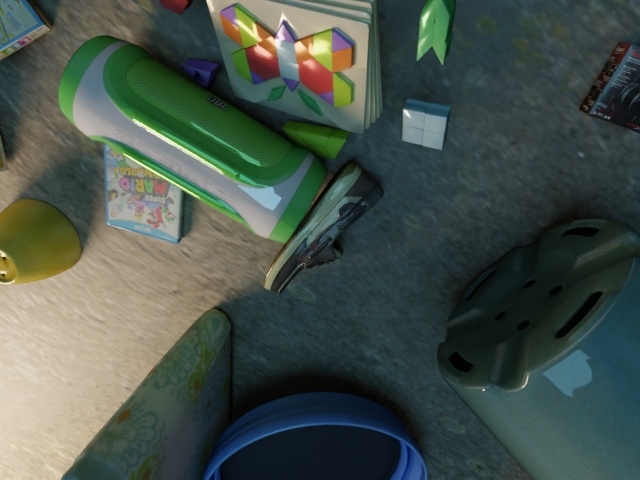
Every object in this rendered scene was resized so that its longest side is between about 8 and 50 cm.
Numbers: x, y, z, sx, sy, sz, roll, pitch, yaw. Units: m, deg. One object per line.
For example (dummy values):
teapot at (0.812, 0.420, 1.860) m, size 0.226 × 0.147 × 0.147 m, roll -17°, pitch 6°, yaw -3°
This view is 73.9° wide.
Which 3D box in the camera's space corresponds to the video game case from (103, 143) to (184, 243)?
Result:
video game case at (-0.257, -0.083, 0.620) m, size 0.119 × 0.015 × 0.167 m, roll 15°, pitch 119°, yaw 2°

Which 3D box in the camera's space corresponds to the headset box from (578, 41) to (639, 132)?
headset box at (0.334, -0.167, 0.455) m, size 0.062 × 0.032 × 0.083 m, roll 20°, pitch 120°, yaw 0°

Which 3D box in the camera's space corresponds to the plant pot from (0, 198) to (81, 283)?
plant pot at (-0.467, 0.014, 0.664) m, size 0.134 × 0.095 × 0.134 m, roll 4°, pitch 117°, yaw 8°

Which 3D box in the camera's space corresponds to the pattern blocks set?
pattern blocks set at (-0.028, -0.186, 0.430) m, size 0.324 × 0.026 × 0.285 m, roll 13°, pitch 151°, yaw 28°

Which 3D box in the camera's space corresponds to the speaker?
speaker at (-0.144, -0.116, 0.513) m, size 0.296 × 0.131 × 0.131 m, roll 30°, pitch 118°, yaw -7°

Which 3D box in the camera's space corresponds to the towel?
towel at (-0.239, 0.342, 0.664) m, size 0.090 × 0.321 × 0.375 m, roll 12°, pitch 119°, yaw 7°

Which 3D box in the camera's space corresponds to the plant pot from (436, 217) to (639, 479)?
plant pot at (0.339, 0.176, 0.483) m, size 0.334 × 0.341 × 0.341 m, roll 43°, pitch 117°, yaw -3°

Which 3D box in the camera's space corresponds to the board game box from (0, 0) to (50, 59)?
board game box at (-0.425, -0.300, 0.507) m, size 0.103 × 0.026 × 0.154 m, roll -35°, pitch 108°, yaw -6°

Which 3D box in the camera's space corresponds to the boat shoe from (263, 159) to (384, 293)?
boat shoe at (0.001, -0.001, 0.577) m, size 0.073 × 0.080 × 0.224 m, roll 35°, pitch 113°, yaw -2°

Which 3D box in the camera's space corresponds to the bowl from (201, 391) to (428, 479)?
bowl at (-0.011, 0.421, 0.748) m, size 0.390 × 0.077 × 0.392 m, roll -3°, pitch 119°, yaw -6°

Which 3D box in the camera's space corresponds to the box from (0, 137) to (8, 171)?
box at (-0.525, -0.179, 0.564) m, size 0.103 × 0.114 × 0.203 m, roll 9°, pitch 117°, yaw 5°
